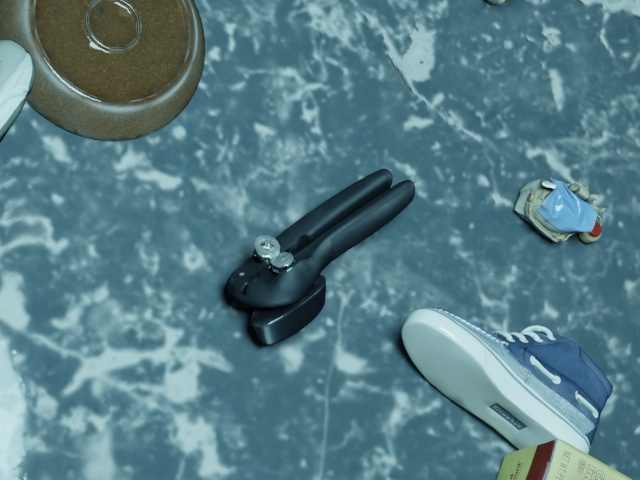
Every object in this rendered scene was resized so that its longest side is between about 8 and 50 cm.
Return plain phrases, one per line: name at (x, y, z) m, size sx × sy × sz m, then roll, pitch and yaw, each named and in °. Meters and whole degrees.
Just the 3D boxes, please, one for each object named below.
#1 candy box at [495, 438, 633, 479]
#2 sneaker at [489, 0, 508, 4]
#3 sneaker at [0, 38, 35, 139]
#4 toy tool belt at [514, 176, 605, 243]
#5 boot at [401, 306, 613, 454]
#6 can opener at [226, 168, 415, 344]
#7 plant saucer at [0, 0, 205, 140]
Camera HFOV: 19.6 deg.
candy box at (0.262, 0.308, 1.439) m, size 0.316 × 0.087 × 0.183 m, roll 29°, pitch 65°, yaw -15°
sneaker at (0.094, -0.316, 1.470) m, size 0.127 × 0.126 × 0.321 m, roll -49°, pitch 119°, yaw -1°
sneaker at (-0.301, -0.059, 1.260) m, size 0.121 × 0.099 × 0.262 m, roll 40°, pitch 62°, yaw -7°
toy tool belt at (0.206, -0.024, 1.522) m, size 0.083 × 0.051 × 0.052 m, roll 26°, pitch 67°, yaw -18°
boot at (0.148, 0.096, 1.460) m, size 0.190 × 0.069 × 0.086 m, roll 42°, pitch 55°, yaw -19°
can opener at (0.000, 0.000, 1.421) m, size 0.059 × 0.073 × 0.186 m, roll 29°, pitch 54°, yaw 26°
plant saucer at (-0.160, -0.159, 1.392) m, size 0.168 × 0.029 × 0.168 m, roll 7°, pitch 74°, yaw -24°
